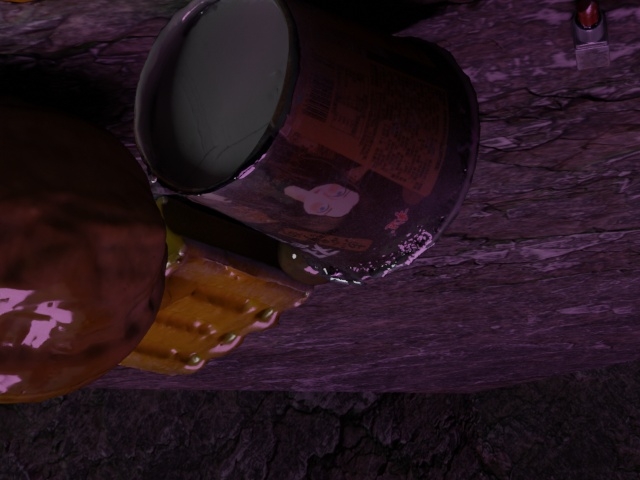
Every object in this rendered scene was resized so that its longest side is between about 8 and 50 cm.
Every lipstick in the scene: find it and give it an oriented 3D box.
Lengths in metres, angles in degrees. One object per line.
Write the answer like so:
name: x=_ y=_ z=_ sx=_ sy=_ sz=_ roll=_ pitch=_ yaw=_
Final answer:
lipstick: x=0.225 y=-0.178 z=1.218 sx=0.030 sy=0.030 sz=0.129 roll=-7 pitch=167 yaw=11

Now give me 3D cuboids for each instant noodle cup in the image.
instant noodle cup: x=-0.016 y=-0.091 z=1.150 sx=0.217 sy=0.217 sz=0.207 roll=-14 pitch=157 yaw=37

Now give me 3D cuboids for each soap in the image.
soap: x=-0.188 y=0.061 z=1.834 sx=0.259 sy=0.143 sz=0.281 roll=-30 pitch=150 yaw=24

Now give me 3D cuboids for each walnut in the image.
walnut: x=-0.298 y=0.010 z=1.317 sx=0.344 sy=0.306 sz=0.306 roll=-5 pitch=169 yaw=-28

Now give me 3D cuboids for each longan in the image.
longan: x=0.000 y=0.000 z=1.810 sx=0.119 sy=0.106 sz=0.106 roll=-46 pitch=169 yaw=-7
